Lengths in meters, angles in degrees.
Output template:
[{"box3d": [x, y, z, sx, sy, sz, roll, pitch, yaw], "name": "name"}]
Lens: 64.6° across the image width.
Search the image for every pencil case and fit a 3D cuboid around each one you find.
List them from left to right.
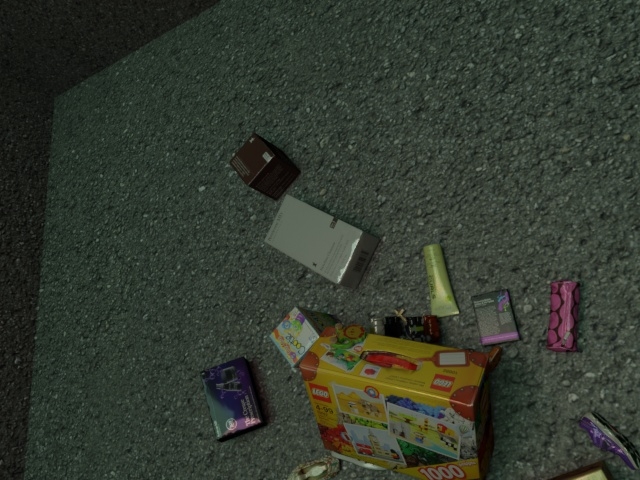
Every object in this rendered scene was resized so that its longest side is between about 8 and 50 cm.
[{"box3d": [0.700, 0.214, 1.451, 0.095, 0.098, 0.210, -1, 76, 31], "name": "pencil case"}]

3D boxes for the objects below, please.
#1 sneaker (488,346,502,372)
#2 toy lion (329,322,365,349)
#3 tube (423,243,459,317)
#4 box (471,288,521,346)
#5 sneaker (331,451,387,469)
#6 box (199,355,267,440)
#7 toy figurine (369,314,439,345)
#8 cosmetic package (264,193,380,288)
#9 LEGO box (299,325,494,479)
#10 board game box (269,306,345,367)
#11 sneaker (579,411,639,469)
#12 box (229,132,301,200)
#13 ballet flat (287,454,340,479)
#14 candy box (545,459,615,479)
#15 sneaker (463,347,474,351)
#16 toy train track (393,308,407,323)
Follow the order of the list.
[{"box3d": [0.488, 0.389, 1.553, 0.175, 0.064, 0.067, -51, 48, 6], "name": "sneaker"}, {"box3d": [0.084, 0.283, 1.493, 0.096, 0.100, 0.034, 5, 122, 17], "name": "toy lion"}, {"box3d": [0.394, 0.132, 1.682, 0.070, 0.062, 0.240, 142, 123, -65], "name": "tube"}, {"box3d": [0.545, 0.241, 1.577, 0.116, 0.029, 0.162, -16, 70, 26], "name": "box"}, {"box3d": [0.135, 0.675, 1.675, 0.216, 0.079, 0.121, 1, 78, 32], "name": "sneaker"}, {"box3d": [-0.332, 0.601, 1.920, 0.184, 0.103, 0.261, -20, 65, -5], "name": "box"}, {"box3d": [0.268, 0.317, 1.616, 0.212, 0.209, 0.148, -6, 81, 30], "name": "toy figurine"}, {"box3d": [0.000, 0.000, 1.893, 0.384, 0.156, 0.217, 26, 93, 32], "name": "cosmetic package"}, {"box3d": [0.232, 0.485, 1.481, 0.499, 0.193, 0.373, 4, 123, 31], "name": "LEGO box"}, {"box3d": [-0.018, 0.340, 1.741, 0.142, 0.275, 0.144, -49, 59, 11], "name": "board game box"}, {"box3d": [0.772, 0.540, 1.352, 0.170, 0.068, 0.071, 49, 119, 39], "name": "sneaker"}, {"box3d": [-0.226, -0.301, 2.082, 0.167, 0.203, 0.168, -47, 58, 13], "name": "box"}, {"box3d": [-0.040, 0.807, 1.747, 0.241, 0.077, 0.091, -37, 62, 18], "name": "ballet flat"}, {"box3d": [0.609, 0.682, 1.328, 0.316, 0.183, 0.088, -33, 62, 20], "name": "candy box"}, {"box3d": [0.446, 0.364, 1.599, 0.083, 0.035, 0.031, -29, 65, 21], "name": "sneaker"}, {"box3d": [0.285, 0.267, 1.736, 0.083, 0.014, 0.048, 42, 100, 25], "name": "toy train track"}]
